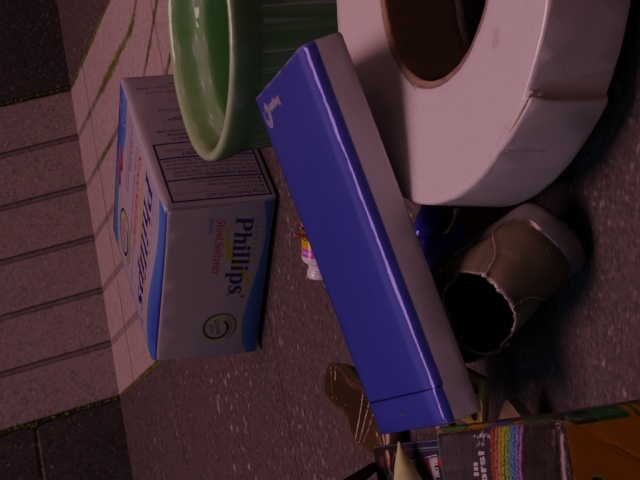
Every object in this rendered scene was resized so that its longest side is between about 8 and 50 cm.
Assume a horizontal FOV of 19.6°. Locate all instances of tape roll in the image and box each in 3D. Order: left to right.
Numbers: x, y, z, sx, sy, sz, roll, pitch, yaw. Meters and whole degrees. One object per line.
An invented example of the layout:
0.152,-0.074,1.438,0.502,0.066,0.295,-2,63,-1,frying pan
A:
0.117,-0.218,1.440,0.392,0.072,0.392,180,90,-67,tape roll

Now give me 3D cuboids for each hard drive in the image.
0.034,0.003,1.551,0.210,0.040,0.318,147,103,-75,hard drive

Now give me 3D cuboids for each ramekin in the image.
-0.063,-0.241,1.998,0.303,0.148,0.303,174,90,-74,ramekin

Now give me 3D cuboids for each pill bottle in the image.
0.000,0.000,2.045,0.043,0.043,0.083,-139,45,-67,pill bottle

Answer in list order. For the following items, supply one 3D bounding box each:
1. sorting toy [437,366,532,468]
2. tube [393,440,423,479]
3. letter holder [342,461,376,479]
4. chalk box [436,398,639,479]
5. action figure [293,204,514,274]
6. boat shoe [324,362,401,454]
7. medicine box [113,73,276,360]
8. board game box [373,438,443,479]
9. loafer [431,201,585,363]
0.154,0.216,1.516,0.274,0.046,0.132,54,140,44,sorting toy
0.096,0.274,1.644,0.070,0.062,0.240,-46,24,7,tube
0.007,0.343,1.835,0.152,0.214,0.302,50,-174,8,letter holder
0.194,0.194,1.212,0.289,0.179,0.180,155,108,-74,chalk box
0.066,0.002,1.672,0.280,0.139,0.091,120,143,-67,action figure
0.053,0.175,1.937,0.153,0.048,0.056,43,124,57,boat shoe
-0.172,-0.035,2.439,0.289,0.149,0.263,-112,23,-47,medicine box
0.115,0.268,1.740,0.243,0.042,0.165,151,113,-72,board game box
0.125,0.046,1.503,0.094,0.087,0.251,46,155,6,loafer
